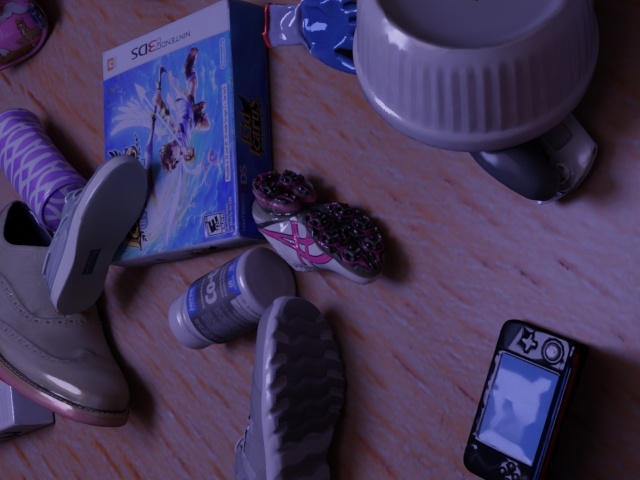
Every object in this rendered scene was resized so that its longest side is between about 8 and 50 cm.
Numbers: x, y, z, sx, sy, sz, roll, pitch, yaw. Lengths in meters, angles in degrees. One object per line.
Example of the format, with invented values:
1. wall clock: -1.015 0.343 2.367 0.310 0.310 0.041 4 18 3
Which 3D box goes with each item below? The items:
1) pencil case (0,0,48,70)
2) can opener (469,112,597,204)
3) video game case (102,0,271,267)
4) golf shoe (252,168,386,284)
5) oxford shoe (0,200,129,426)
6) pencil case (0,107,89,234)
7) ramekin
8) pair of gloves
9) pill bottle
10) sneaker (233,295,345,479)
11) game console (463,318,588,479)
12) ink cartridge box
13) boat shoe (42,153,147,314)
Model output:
1. pencil case: -0.508 -0.429 1.623 0.167 0.160 0.386 -36 61 27
2. can opener: 0.134 -0.150 0.996 0.076 0.095 0.283 -48 62 30
3. video game case: -0.161 -0.116 1.313 0.244 0.061 0.269 -11 78 45
4. golf shoe: 0.000 0.000 1.148 0.186 0.067 0.086 37 138 40
5. oxford shoe: -0.346 0.084 1.427 0.397 0.140 0.146 40 107 38
6. pencil case: -0.368 -0.096 1.498 0.206 0.088 0.086 47 125 36
7. ramekin: 0.125 -0.186 0.925 0.207 0.109 0.207 -4 61 8
8. pair of gloves: 0.006 -0.266 1.131 0.159 0.023 0.198 11 116 28
9. pill bottle: -0.098 0.066 1.220 0.137 0.078 0.078 -29 66 39
10. sneaker: -0.051 0.196 1.140 0.115 0.105 0.281 -1 86 45
11. game console: 0.164 0.146 0.941 0.124 0.085 0.144 21 97 44
12. ink cartridge box: -0.436 0.214 1.552 0.150 0.063 0.109 -24 70 42
13. boat shoe: -0.275 -0.018 1.321 0.081 0.079 0.227 49 125 32
